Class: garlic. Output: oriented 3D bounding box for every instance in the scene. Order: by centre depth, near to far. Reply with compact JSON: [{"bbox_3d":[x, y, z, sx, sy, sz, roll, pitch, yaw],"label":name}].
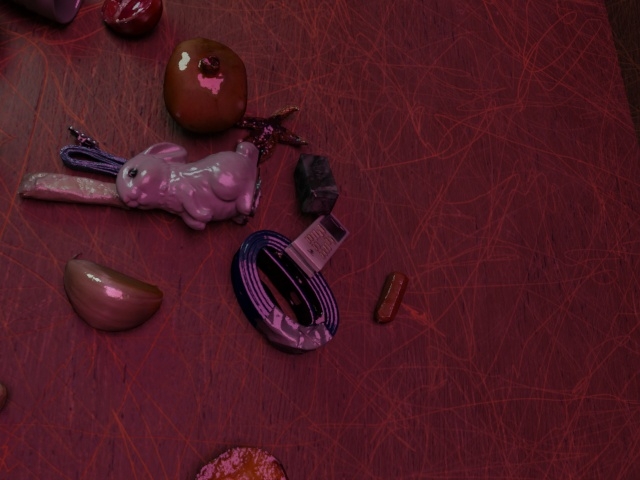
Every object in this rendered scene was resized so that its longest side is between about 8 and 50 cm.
[{"bbox_3d":[-0.507,0.124,1.217,0.244,0.145,0.164,29,32,-9],"label":"garlic"}]

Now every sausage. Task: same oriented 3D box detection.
[{"bbox_3d":[0.208,0.177,1.508,0.065,0.065,0.169,30,65,-10],"label":"sausage"}]

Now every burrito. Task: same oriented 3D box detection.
[{"bbox_3d":[-0.606,-0.122,1.284,0.275,0.059,0.082,9,55,-19],"label":"burrito"}]

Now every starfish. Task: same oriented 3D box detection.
[{"bbox_3d":[-0.147,-0.326,1.537,0.216,0.071,0.238,39,73,-12],"label":"starfish"}]

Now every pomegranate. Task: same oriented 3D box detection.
[{"bbox_3d":[-0.308,-0.423,1.384,0.228,0.270,0.252,8,72,-11],"label":"pomegranate"}]

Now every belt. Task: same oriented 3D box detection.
[{"bbox_3d":[-0.575,-0.219,1.331,0.179,0.065,0.100,16,76,-18],"label":"belt"},{"bbox_3d":[-0.101,0.140,1.366,0.212,0.117,0.347,-34,87,-30],"label":"belt"}]

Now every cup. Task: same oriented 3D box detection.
[{"bbox_3d":[-0.775,-0.688,1.313,0.233,0.186,0.258,18,30,-10],"label":"cup"}]

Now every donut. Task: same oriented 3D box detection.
[{"bbox_3d":[-0.191,0.563,1.197,0.258,0.101,0.152,2,71,-20],"label":"donut"}]

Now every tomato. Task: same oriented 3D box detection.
[{"bbox_3d":[-0.533,-0.658,1.477,0.189,0.099,0.173,27,76,32],"label":"tomato"}]

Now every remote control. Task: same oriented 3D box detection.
[{"bbox_3d":[0.000,0.000,1.412,0.103,0.055,0.277,47,29,-2],"label":"remote control"}]

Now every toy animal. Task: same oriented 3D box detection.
[{"bbox_3d":[-0.337,-0.156,1.332,0.357,0.194,0.258,11,68,-16],"label":"toy animal"}]

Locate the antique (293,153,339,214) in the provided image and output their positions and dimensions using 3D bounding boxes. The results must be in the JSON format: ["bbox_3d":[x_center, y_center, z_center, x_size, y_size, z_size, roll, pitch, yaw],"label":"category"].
[{"bbox_3d":[-0.013,-0.160,1.481,0.088,0.086,0.183,3,46,-22],"label":"antique"}]

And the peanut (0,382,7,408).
[{"bbox_3d":[-0.765,0.349,1.045,0.214,0.090,0.099,-24,95,-28],"label":"peanut"}]
